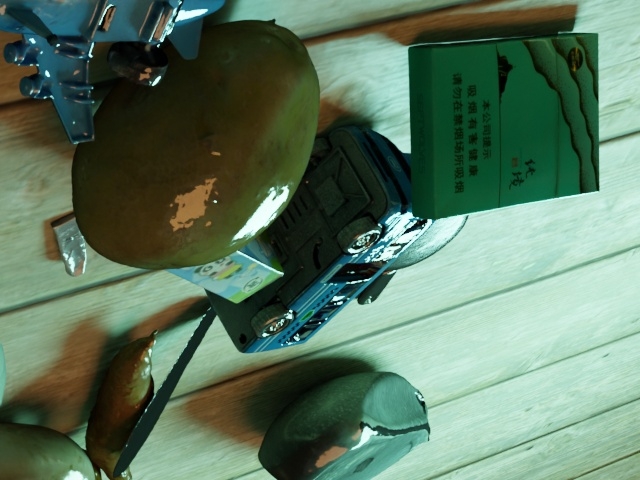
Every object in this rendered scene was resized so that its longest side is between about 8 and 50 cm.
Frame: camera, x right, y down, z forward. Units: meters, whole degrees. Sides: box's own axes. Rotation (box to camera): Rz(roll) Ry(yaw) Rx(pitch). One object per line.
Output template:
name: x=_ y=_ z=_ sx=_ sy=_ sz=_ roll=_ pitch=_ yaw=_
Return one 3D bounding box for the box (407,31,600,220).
box: x=0.178 y=-0.113 z=1.671 sx=0.226 sy=0.160 sz=0.042 roll=-9 pitch=-167 yaw=-39

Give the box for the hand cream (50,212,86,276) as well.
hand cream: x=-0.224 y=0.006 z=1.592 sx=0.030 sy=0.019 sz=0.093 roll=-25 pitch=154 yaw=-15

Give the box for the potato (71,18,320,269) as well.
potato: x=-0.096 y=-0.075 z=1.403 sx=0.235 sy=0.160 sz=0.178 roll=-51 pitch=172 yaw=6

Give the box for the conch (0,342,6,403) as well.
conch: x=-0.364 y=0.117 z=1.523 sx=0.185 sy=0.121 sz=0.221 roll=-5 pitch=139 yaw=-39

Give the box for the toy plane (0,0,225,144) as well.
toy plane: x=-0.150 y=-0.166 z=1.185 sx=0.271 sy=0.105 sz=0.254 roll=-20 pitch=141 yaw=-56

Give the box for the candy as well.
candy: x=-0.111 y=-0.014 z=1.587 sx=0.062 sy=0.097 sz=0.194 roll=-32 pitch=157 yaw=13

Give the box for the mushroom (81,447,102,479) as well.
mushroom: x=-0.310 y=0.282 z=1.993 sx=0.127 sy=0.087 sz=0.127 roll=-14 pitch=130 yaw=-17

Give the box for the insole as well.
insole: x=-0.166 y=0.160 z=1.877 sx=0.232 sy=0.003 sz=0.080 roll=-60 pitch=170 yaw=13

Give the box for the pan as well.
pan: x=0.092 y=0.015 z=1.968 sx=0.136 sy=0.028 sz=0.235 roll=-16 pitch=153 yaw=-29

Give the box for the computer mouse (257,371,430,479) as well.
computer mouse: x=0.029 y=0.243 z=2.254 sx=0.203 sy=0.114 sz=0.374 roll=-36 pitch=164 yaw=7

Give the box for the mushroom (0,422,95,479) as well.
mushroom: x=-0.325 y=0.294 z=1.845 sx=0.206 sy=0.209 sz=0.206 roll=-36 pitch=178 yaw=-2

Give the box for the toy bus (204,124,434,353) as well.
toy bus: x=0.000 y=0.000 z=1.720 sx=0.134 sy=0.113 sz=0.246 roll=1 pitch=142 yaw=-50

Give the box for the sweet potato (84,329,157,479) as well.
sweet potato: x=-0.213 y=0.176 z=1.899 sx=0.066 sy=0.072 sz=0.314 roll=5 pitch=142 yaw=-13
